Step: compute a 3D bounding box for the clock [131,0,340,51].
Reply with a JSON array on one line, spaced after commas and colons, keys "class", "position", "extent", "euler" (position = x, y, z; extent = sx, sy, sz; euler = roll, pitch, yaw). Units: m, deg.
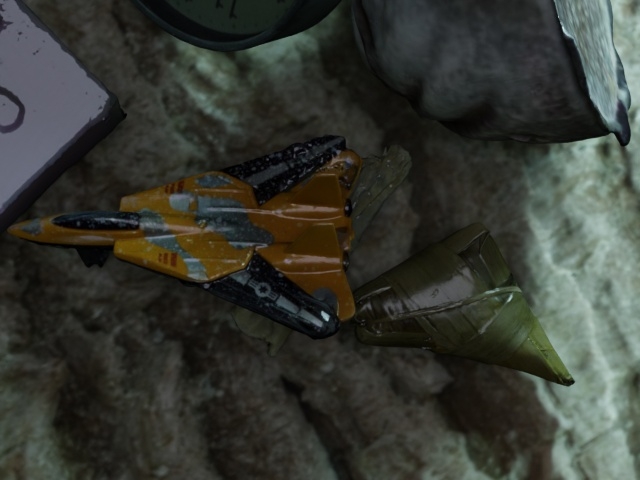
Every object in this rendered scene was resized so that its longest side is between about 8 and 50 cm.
[{"class": "clock", "position": [-0.096, -0.319, 1.352], "extent": [0.066, 0.319, 0.319], "euler": [-31, 85, -41]}]

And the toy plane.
[{"class": "toy plane", "position": [-0.123, -0.001, 1.403], "extent": [0.316, 0.103, 0.204], "euler": [-4, 61, 13]}]

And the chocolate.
[{"class": "chocolate", "position": [0.133, -0.208, 1.371], "extent": [0.213, 0.303, 0.303], "euler": [-14, 84, 22]}]

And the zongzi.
[{"class": "zongzi", "position": [0.123, 0.092, 1.430], "extent": [0.160, 0.078, 0.176], "euler": [-28, 89, -1]}]

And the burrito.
[{"class": "burrito", "position": [0.001, 0.001, 1.445], "extent": [0.058, 0.063, 0.229], "euler": [36, 90, -39]}]

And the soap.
[{"class": "soap", "position": [-0.376, -0.118, 1.411], "extent": [0.285, 0.107, 0.296], "euler": [44, 84, 0]}]
